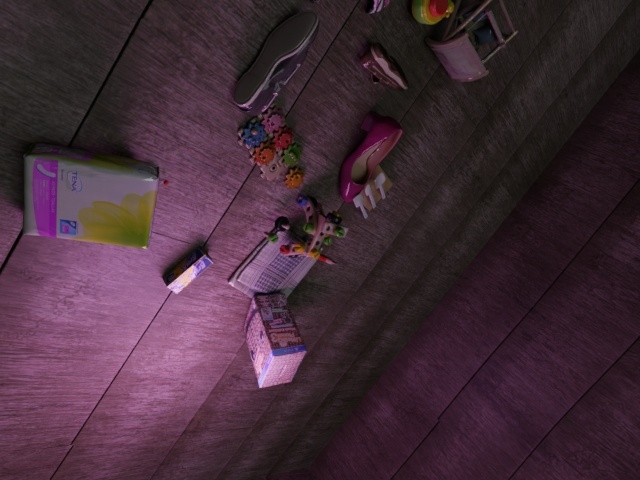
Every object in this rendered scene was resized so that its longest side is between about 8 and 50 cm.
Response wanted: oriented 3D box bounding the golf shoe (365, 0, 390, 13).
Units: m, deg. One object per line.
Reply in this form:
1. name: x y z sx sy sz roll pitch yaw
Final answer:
1. golf shoe: 0.157 -0.777 1.242 0.086 0.067 0.186 -36 140 -11

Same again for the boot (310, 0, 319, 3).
1. boot: 0.001 -0.775 1.091 0.236 0.085 0.178 -47 144 10

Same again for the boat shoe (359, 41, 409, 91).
1. boat shoe: 0.221 -0.593 1.459 0.095 0.095 0.257 -25 153 29

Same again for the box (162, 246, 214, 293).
1. box: -0.458 0.102 1.439 0.169 0.054 0.059 -42 141 -7

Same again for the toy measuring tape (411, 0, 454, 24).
1. toy measuring tape: 0.312 -0.783 1.353 0.329 0.121 0.122 -1 123 -32

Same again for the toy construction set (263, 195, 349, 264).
1. toy construction set: 0.000 0.000 1.583 0.258 0.237 0.309 -54 139 -14

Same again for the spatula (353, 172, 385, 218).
1. spatula: 0.221 -0.184 1.766 0.168 0.019 0.242 -48 156 -2

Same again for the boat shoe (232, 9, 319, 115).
1. boat shoe: -0.121 -0.506 1.201 0.335 0.112 0.095 -47 159 8

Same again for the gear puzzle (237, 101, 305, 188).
1. gear puzzle: -0.140 -0.284 1.407 0.175 0.044 0.339 -41 141 -8

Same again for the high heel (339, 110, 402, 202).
1. high heel: 0.185 -0.290 1.581 0.127 0.181 0.378 -3 123 -30

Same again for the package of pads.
1. package of pads: -0.575 -0.112 1.056 0.296 0.101 0.229 8 118 -24

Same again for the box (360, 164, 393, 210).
1. box: 0.219 -0.234 1.797 0.164 0.021 0.201 -49 142 3

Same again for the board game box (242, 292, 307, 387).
1. board game box: -0.196 0.403 1.701 0.141 0.291 0.232 -2 134 -28

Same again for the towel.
1. towel: -0.178 0.120 1.707 0.324 0.056 0.312 -47 141 2

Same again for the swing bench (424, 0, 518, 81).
1. swing bench: 0.565 -0.759 1.553 0.253 0.165 0.255 20 109 -49

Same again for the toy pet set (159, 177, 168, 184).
1. toy pet set: -0.517 -0.149 1.186 0.122 0.065 0.114 -48 176 6
